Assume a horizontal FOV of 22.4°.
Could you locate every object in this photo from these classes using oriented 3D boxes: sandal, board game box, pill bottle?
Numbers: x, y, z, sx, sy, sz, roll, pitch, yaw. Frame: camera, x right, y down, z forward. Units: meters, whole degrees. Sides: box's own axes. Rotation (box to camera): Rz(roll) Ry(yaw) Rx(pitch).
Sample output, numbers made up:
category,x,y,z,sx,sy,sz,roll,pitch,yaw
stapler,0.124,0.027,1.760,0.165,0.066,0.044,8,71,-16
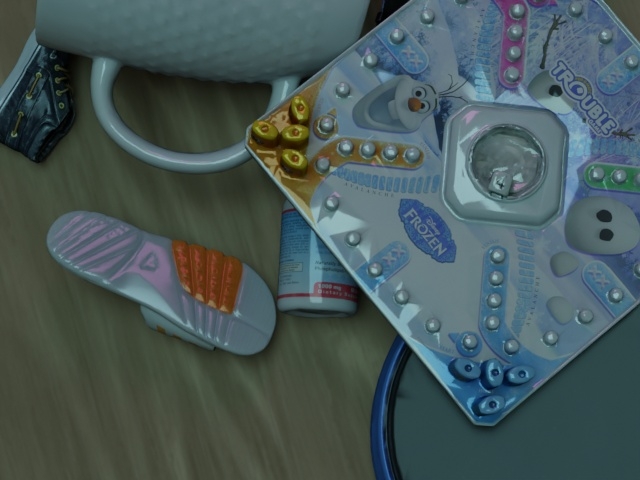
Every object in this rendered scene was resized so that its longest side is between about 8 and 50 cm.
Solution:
category,x,y,z,sx,sy,sz,roll,pitch,yaw
sandal,-0.172,0.047,1.756,0.265,0.076,0.102,26,63,0
board game box,0.189,-0.079,1.631,0.390,0.050,0.390,-39,84,-8
pill bottle,0.000,0.000,1.734,0.087,0.087,0.160,1,81,9

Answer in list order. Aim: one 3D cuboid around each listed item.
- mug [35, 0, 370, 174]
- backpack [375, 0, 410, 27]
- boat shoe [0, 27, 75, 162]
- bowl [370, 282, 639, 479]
category,x,y,z,sx,sy,sz,roll,pitch,yaw
mug,-0.120,-0.256,1.708,0.328,0.276,0.374,13,90,-5
backpack,0.130,-0.253,1.761,0.114,0.084,0.105,14,83,16
boat shoe,-0.303,-0.179,1.828,0.083,0.065,0.183,33,92,10
bowl,0.243,0.195,1.669,0.391,0.077,0.391,-2,79,8
